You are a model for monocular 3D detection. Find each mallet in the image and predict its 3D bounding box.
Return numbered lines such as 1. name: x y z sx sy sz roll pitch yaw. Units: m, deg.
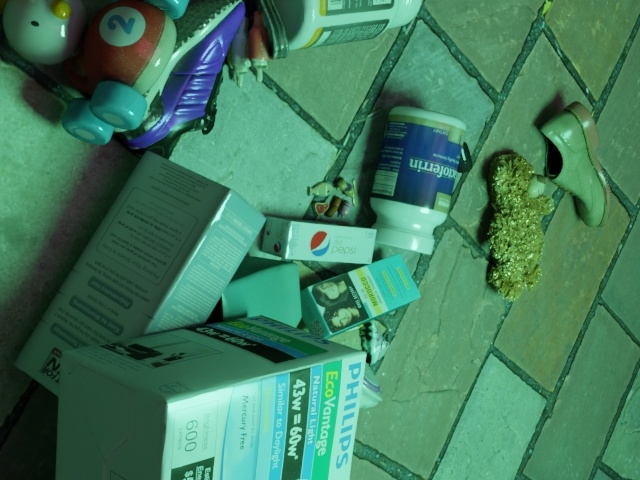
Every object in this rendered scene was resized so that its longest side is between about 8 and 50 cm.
1. mallet: 0.240 -0.149 1.903 0.190 0.039 0.062 -25 115 -32

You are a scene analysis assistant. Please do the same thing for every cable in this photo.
1. cable: -0.114 -0.390 1.463 0.072 0.139 0.287 -14 105 -29

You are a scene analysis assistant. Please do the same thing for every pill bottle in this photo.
1. pill bottle: 0.180 -0.113 1.774 0.153 0.153 0.264 11 92 -43
2. pill bottle: 0.033 -0.417 1.570 0.278 0.162 0.162 -18 111 -39

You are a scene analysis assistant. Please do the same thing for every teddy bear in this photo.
1. teddy bear: 0.451 -0.027 2.066 0.245 0.113 0.337 -1 100 -44

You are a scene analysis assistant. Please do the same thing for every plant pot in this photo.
1. plant pot: -0.142 0.112 1.527 0.234 0.166 0.165 -22 114 -51

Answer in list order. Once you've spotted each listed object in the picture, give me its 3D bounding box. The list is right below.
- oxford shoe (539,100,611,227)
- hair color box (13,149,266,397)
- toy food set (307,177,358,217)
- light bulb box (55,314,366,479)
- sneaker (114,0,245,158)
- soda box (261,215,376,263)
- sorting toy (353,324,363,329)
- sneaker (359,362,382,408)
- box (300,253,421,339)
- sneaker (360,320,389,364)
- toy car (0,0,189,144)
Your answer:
1. oxford shoe: 0.594 -0.159 2.188 0.130 0.123 0.348 -28 122 -5
2. hair color box: -0.263 0.074 1.357 0.374 0.185 0.113 -59 147 -8
3. toy food set: 0.030 -0.076 1.735 0.122 0.019 0.077 -18 111 -38
4. light bulb box: -0.147 0.313 1.252 0.361 0.225 0.357 -7 106 -47
5. sneaker: -0.203 -0.246 1.442 0.293 0.102 0.146 -52 130 -13
6. soda box: 0.000 0.000 1.688 0.216 0.074 0.069 5 95 -42
7. sorting toy: 0.044 0.138 1.788 0.083 0.045 0.075 -10 87 -40
8. sneaker: 0.005 0.277 1.751 0.152 0.114 0.305 -42 146 16
9. box: 0.072 0.107 1.757 0.244 0.060 0.100 -19 78 -39
10. sneaker: 0.116 0.196 1.863 0.069 0.038 0.098 -20 122 -39
11. toy car: -0.337 -0.286 1.253 0.238 0.210 0.219 27 70 -29
